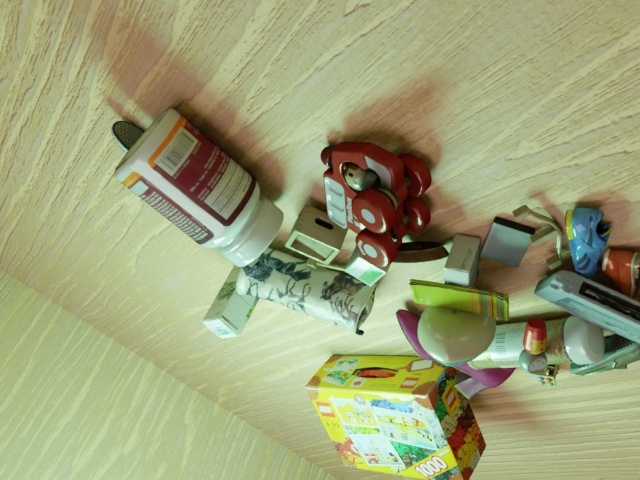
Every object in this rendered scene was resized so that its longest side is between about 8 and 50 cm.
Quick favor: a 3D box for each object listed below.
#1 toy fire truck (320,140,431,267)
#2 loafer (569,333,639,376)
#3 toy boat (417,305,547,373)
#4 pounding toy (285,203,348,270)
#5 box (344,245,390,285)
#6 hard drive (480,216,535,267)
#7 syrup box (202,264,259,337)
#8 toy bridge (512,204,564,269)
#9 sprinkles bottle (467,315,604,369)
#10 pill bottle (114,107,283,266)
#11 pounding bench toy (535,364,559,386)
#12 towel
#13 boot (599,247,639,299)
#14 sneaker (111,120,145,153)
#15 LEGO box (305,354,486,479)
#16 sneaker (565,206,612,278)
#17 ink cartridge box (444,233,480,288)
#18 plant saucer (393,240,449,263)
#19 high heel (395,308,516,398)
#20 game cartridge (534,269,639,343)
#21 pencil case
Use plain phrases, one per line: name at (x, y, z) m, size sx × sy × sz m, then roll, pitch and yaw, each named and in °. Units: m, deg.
toy fire truck at (0.102, -0.102, 1.477) m, size 0.254 × 0.169 × 0.302 m, roll 31°, pitch 151°, yaw 28°
loafer at (0.735, 0.298, 1.644) m, size 0.087 × 0.094 × 0.251 m, roll 36°, pitch 146°, yaw -7°
toy boat at (0.404, 0.241, 1.629) m, size 0.318 × 0.267 × 0.148 m, roll 10°, pitch 124°, yaw 24°
pounding toy at (0.007, 0.006, 1.743) m, size 0.181 × 0.094 × 0.206 m, roll 24°, pitch 157°, yaw -6°
box at (0.133, 0.044, 1.692) m, size 0.087 × 0.102 × 0.101 m, roll 31°, pitch 148°, yaw -5°
hard drive at (0.431, 0.006, 1.508) m, size 0.094 × 0.022 × 0.135 m, roll 18°, pitch 147°, yaw 11°
syrup box at (-0.258, 0.181, 2.025) m, size 0.093 × 0.237 × 0.096 m, roll -16°, pitch 129°, yaw 45°
toy bridge at (0.491, -0.011, 1.422) m, size 0.063 × 0.026 × 0.188 m, roll -32°, pitch 121°, yaw 21°
sprinkles bottle at (0.549, 0.271, 1.709) m, size 0.355 × 0.121 × 0.121 m, roll -16°, pitch 129°, yaw 47°
pill bottle at (-0.295, -0.123, 1.638) m, size 0.392 × 0.224 × 0.224 m, roll 41°, pitch 144°, yaw -22°
pounding bench toy at (0.647, 0.386, 1.853) m, size 0.052 × 0.065 × 0.083 m, roll 3°, pitch 141°, yaw 31°
towel at (0.333, 0.144, 1.566) m, size 0.237 × 0.021 × 0.102 m, roll 9°, pitch 144°, yaw 25°
boot at (0.658, 0.076, 1.429) m, size 0.084 × 0.059 × 0.158 m, roll 14°, pitch 142°, yaw 33°
sneaker at (-0.501, -0.216, 1.774) m, size 0.163 × 0.086 × 0.226 m, roll -19°, pitch 127°, yaw 45°
LEGO box at (0.250, 0.591, 2.198) m, size 0.500 × 0.193 × 0.373 m, roll -8°, pitch 114°, yaw 41°
sneaker at (0.575, 0.012, 1.377) m, size 0.082 × 0.069 × 0.209 m, roll -2°, pitch 138°, yaw 30°
ink cartridge box at (0.344, 0.072, 1.580) m, size 0.063 × 0.109 × 0.150 m, roll 13°, pitch 145°, yaw 21°
plant saucer at (0.227, 0.026, 1.584) m, size 0.168 × 0.168 × 0.029 m, roll 0°, pitch 101°, yaw 34°
high heel at (0.394, 0.297, 1.906) m, size 0.377 × 0.127 × 0.181 m, roll 43°, pitch 115°, yaw -17°
game cartridge at (0.645, 0.156, 1.475) m, size 0.297 × 0.062 × 0.198 m, roll 25°, pitch 176°, yaw 8°
pencil case at (-0.044, 0.139, 1.891) m, size 0.410 × 0.160 × 0.183 m, roll 17°, pitch 157°, yaw 13°
